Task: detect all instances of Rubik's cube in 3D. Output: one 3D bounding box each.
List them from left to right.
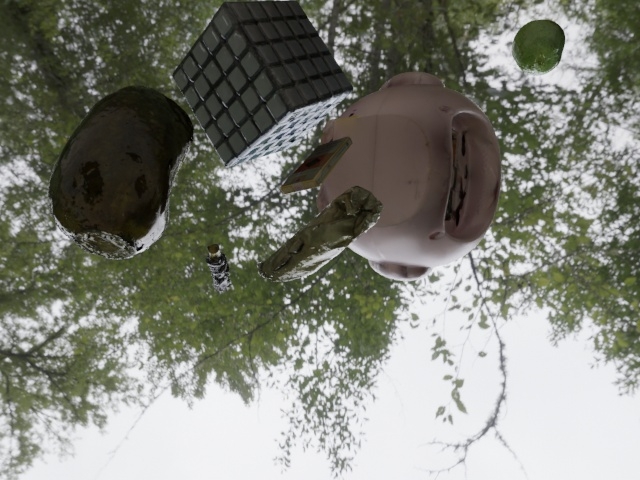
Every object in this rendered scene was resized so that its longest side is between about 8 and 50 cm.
[{"bbox_3d":[-0.119,-0.327,0.976,0.237,0.237,0.238,-34,-89,-46],"label":"Rubik's cube"}]

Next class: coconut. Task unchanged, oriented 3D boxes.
[{"bbox_3d":[0.370,-0.330,0.796,0.087,0.088,0.096,0,-122,3],"label":"coconut"}]

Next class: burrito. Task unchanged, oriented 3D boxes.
[{"bbox_3d":[0.000,0.000,0.473,0.055,0.149,0.041,33,-146,-26],"label":"burrito"}]

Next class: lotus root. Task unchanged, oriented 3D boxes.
[{"bbox_3d":[-0.266,-0.101,0.637,0.160,0.152,0.275,-34,-137,31],"label":"lotus root"}]

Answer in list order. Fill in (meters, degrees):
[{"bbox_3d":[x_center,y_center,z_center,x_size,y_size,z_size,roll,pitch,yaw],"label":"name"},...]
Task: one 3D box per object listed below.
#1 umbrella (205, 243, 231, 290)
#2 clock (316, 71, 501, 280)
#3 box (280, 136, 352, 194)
[{"bbox_3d":[-0.189,0.053,0.869,0.040,0.144,0.037,30,-119,13],"label":"umbrella"},{"bbox_3d":[0.201,-0.111,0.875,0.250,0.369,0.376,6,-176,36],"label":"clock"},{"bbox_3d":[-0.003,-0.077,0.479,0.046,0.012,0.083,-7,-146,39],"label":"box"}]
